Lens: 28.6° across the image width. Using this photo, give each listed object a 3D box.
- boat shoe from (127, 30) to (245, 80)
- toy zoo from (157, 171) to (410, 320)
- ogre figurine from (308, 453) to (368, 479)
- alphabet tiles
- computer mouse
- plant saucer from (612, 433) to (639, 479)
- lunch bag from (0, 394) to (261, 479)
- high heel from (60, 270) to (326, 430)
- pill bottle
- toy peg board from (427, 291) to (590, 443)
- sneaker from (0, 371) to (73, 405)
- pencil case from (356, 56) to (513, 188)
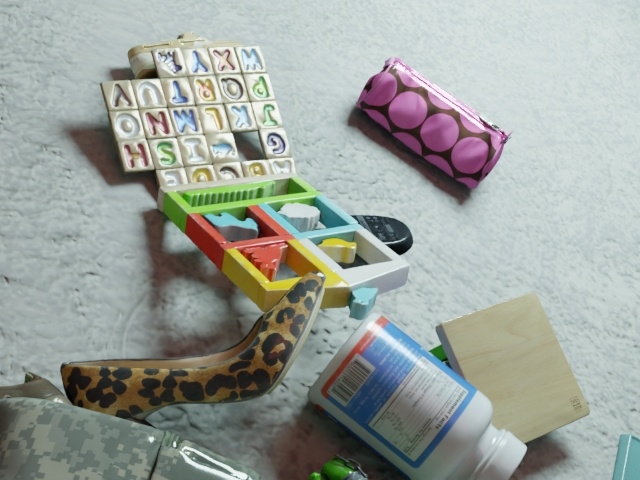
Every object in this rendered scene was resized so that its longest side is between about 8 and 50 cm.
[{"bbox_3d":[-0.171,-0.243,1.625,0.170,0.063,0.059,-16,67,-37],"label":"boat shoe"},{"bbox_3d":[-0.034,0.005,1.422,0.192,0.030,0.293,-9,32,-33],"label":"toy zoo"},{"bbox_3d":[0.014,0.304,1.230,0.118,0.096,0.197,23,26,17],"label":"ogre figurine"},{"bbox_3d":[-0.149,-0.148,1.548,0.237,0.009,0.198,-8,75,-34],"label":"alphabet tiles"},{"bbox_3d":[0.000,0.000,1.529,0.242,0.041,0.071,2,34,-19],"label":"computer mouse"},{"bbox_3d":[0.371,0.308,1.471,0.067,0.018,0.192,29,45,-3],"label":"plant saucer"},{"bbox_3d":[-0.211,0.289,1.026,0.256,0.212,0.305,25,44,-8],"label":"lunch bag"},{"bbox_3d":[-0.126,0.099,1.256,0.186,0.093,0.261,36,82,-2],"label":"high heel"},{"bbox_3d":[0.107,0.189,1.354,0.221,0.124,0.124,38,44,5],"label":"pill bottle"},{"bbox_3d":[0.210,0.164,1.482,0.161,0.079,0.160,-15,76,-37],"label":"toy peg board"},{"bbox_3d":[-0.327,0.178,1.181,0.188,0.066,0.071,-16,44,-44],"label":"sneaker"},{"bbox_3d":[0.155,-0.166,1.713,0.209,0.098,0.095,33,44,3],"label":"pencil case"}]
